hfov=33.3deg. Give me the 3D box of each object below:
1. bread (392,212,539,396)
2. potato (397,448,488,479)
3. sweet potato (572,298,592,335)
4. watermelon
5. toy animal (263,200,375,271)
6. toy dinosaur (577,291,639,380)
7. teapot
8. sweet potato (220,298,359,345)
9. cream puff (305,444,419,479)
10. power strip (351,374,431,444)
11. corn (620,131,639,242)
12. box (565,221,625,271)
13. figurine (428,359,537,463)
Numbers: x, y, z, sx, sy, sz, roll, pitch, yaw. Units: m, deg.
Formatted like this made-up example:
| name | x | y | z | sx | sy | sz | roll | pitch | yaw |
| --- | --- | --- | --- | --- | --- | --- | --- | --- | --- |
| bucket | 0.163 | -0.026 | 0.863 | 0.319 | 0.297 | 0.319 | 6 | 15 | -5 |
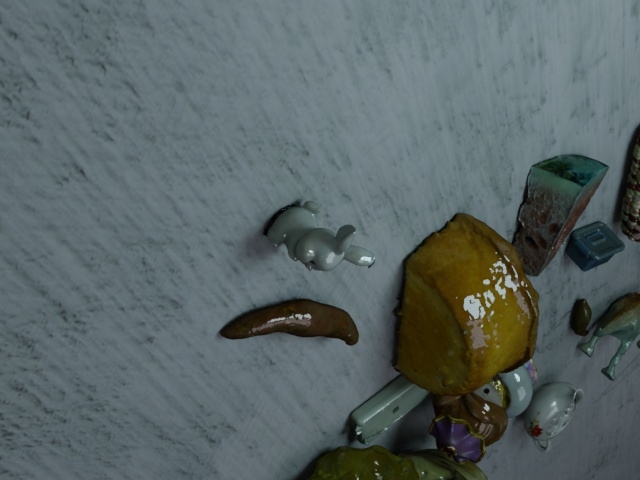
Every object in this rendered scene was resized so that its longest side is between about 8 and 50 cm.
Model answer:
| name | x | y | z | sx | sy | sz | roll | pitch | yaw |
| --- | --- | --- | --- | --- | --- | --- | --- | --- | --- |
| bread | 0.245 | 0.134 | 1.738 | 0.194 | 0.179 | 0.340 | -27 | 141 | -27 |
| potato | 0.205 | 0.495 | 2.026 | 0.242 | 0.242 | 0.285 | 5 | 136 | -50 |
| sweet potato | 0.544 | 0.168 | 2.228 | 0.041 | 0.038 | 0.153 | -26 | 145 | -4 |
| watermelon | 0.399 | -0.038 | 1.834 | 0.154 | 0.094 | 0.241 | -23 | 141 | -47 |
| toy animal | -0.005 | 0.005 | 1.382 | 0.085 | 0.124 | 0.071 | -45 | 141 | -7 |
| toy dinosaur | 0.641 | 0.193 | 2.312 | 0.205 | 0.092 | 0.393 | -55 | 144 | 10 |
| teapot | 0.503 | 0.378 | 2.344 | 0.145 | 0.092 | 0.226 | -22 | 140 | -29 |
| sweet potato | -0.025 | 0.116 | 1.532 | 0.255 | 0.058 | 0.078 | 5 | 140 | -45 |
| cream puff | 0.086 | 0.480 | 1.822 | 0.282 | 0.185 | 0.282 | 11 | 73 | -38 |
| power strip | 0.131 | 0.286 | 1.893 | 0.192 | 0.035 | 0.081 | -34 | 145 | -19 |
| corn | 0.615 | -0.102 | 1.987 | 0.092 | 0.092 | 0.280 | -32 | 142 | -22 |
| box | 0.513 | 0.014 | 2.013 | 0.099 | 0.074 | 0.054 | -17 | 150 | -37 |
| figurine | 0.297 | 0.299 | 1.964 | 0.263 | 0.142 | 0.189 | -35 | 126 | -46 |
